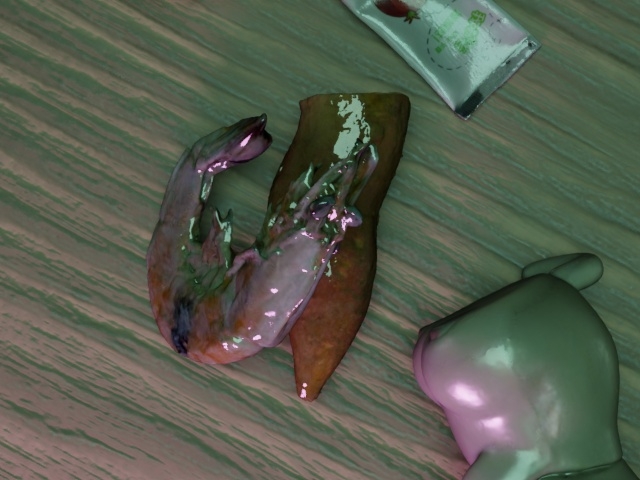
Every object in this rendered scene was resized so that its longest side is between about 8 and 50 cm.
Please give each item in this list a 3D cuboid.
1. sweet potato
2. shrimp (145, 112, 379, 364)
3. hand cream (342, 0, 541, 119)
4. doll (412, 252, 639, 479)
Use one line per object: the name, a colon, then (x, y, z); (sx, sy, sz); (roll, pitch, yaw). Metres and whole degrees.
sweet potato: (0.001, 0.000, 1.447); (0.131, 0.131, 0.337); (13, 86, 3)
shrimp: (-0.072, -0.015, 1.391); (0.360, 0.085, 0.247); (-38, 62, 39)
hand cream: (0.080, -0.284, 1.496); (0.336, 0.076, 0.121); (43, 91, -3)
doll: (0.213, 0.202, 1.385); (0.226, 0.215, 0.370); (-7, 84, -15)
